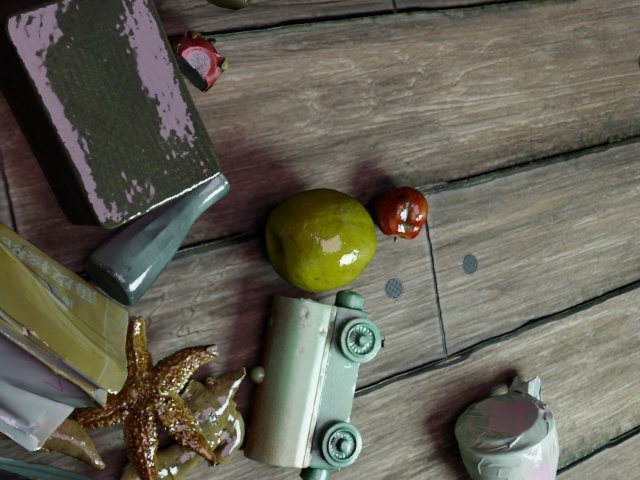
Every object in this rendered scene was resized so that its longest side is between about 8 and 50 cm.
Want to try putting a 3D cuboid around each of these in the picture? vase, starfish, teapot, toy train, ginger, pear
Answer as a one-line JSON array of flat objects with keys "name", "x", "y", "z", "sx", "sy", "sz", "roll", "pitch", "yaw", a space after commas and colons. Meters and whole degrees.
[{"name": "vase", "x": -0.208, "y": -0.016, "z": 1.177, "sx": 0.214, "sy": 0.086, "sz": 0.086, "roll": -48, "pitch": 115, "yaw": -26}, {"name": "starfish", "x": -0.231, "y": 0.217, "z": 1.165, "sx": 0.240, "sy": 0.043, "sz": 0.227, "roll": -26, "pitch": 78, "yaw": -12}, {"name": "teapot", "x": 0.319, "y": 0.353, "z": 1.509, "sx": 0.163, "sy": 0.221, "sz": 0.178, "roll": -12, "pitch": 113, "yaw": 7}, {"name": "toy train", "x": -0.018, "y": 0.207, "z": 1.297, "sx": 0.177, "sy": 0.116, "sz": 0.285, "roll": 12, "pitch": 87, "yaw": -20}, {"name": "ginger", "x": -0.187, "y": 0.265, "z": 1.215, "sx": 0.214, "sy": 0.059, "sz": 0.133, "roll": -23, "pitch": 112, "yaw": -28}, {"name": "pear", "x": 0.000, "y": 0.000, "z": 1.270, "sx": 0.162, "sy": 0.149, "sz": 0.149, "roll": -4, "pitch": 94, "yaw": -33}]

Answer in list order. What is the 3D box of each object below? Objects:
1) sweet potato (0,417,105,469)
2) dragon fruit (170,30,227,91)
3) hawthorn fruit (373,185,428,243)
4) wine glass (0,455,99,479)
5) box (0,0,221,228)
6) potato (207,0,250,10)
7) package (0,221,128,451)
[{"name": "sweet potato", "x": -0.354, "y": 0.229, "z": 1.102, "sx": 0.206, "sy": 0.060, "sz": 0.068, "roll": 32, "pitch": 107, "yaw": -16}, {"name": "dragon fruit", "x": -0.161, "y": -0.249, "z": 1.207, "sx": 0.083, "sy": 0.056, "sz": 0.060, "roll": 47, "pitch": 69, "yaw": -23}, {"name": "hawthorn fruit", "x": 0.127, "y": -0.039, "z": 1.387, "sx": 0.093, "sy": 0.093, "sz": 0.093, "roll": -2, "pitch": 93, "yaw": -33}, {"name": "wine glass", "x": -0.366, "y": 0.465, "z": 1.003, "sx": 0.267, "sy": 0.267, "sz": 0.406, "roll": 21, "pitch": 75, "yaw": -32}, {"name": "box", "x": -0.267, "y": -0.170, "z": 1.093, "sx": 0.184, "sy": 0.143, "sz": 0.273, "roll": -32, "pitch": 109, "yaw": -28}, {"name": "potato", "x": -0.129, "y": -0.385, "z": 1.219, "sx": 0.096, "sy": 0.066, "sz": 0.103, "roll": 37, "pitch": 67, "yaw": -43}, {"name": "package", "x": -0.357, "y": 0.066, "z": 1.004, "sx": 0.311, "sy": 0.165, "sz": 0.221, "roll": 44, "pitch": 47, "yaw": -26}]
